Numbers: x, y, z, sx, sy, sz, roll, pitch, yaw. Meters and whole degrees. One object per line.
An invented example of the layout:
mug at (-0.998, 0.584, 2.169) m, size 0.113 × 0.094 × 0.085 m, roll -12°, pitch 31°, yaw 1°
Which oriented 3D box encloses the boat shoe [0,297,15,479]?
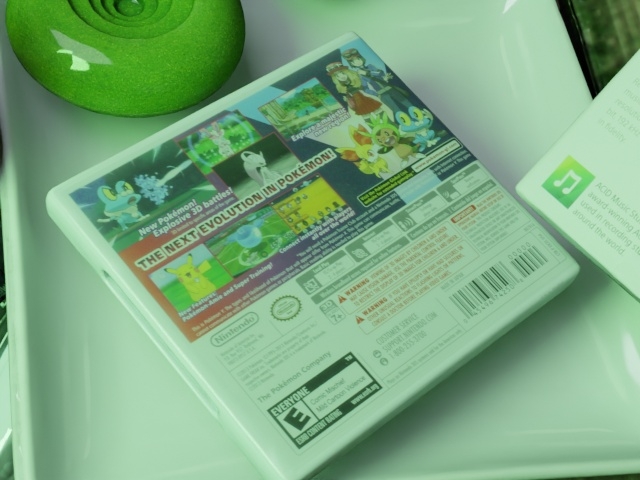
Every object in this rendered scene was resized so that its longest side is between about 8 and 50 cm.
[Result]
boat shoe at (-0.176, 0.090, 0.701) m, size 0.119 × 0.121 × 0.335 m, roll 19°, pitch 65°, yaw 35°

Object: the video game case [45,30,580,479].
video game case at (0.000, 0.000, 0.620) m, size 0.201 × 0.023 × 0.183 m, roll -32°, pitch 71°, yaw -29°

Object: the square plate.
square plate at (0.003, -0.017, 0.675) m, size 0.347 × 0.049 × 0.344 m, roll -3°, pitch 59°, yaw -17°

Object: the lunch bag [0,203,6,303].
lunch bag at (-0.263, -0.091, 0.750) m, size 0.115 × 0.243 × 0.303 m, roll -11°, pitch 61°, yaw 12°

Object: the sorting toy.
sorting toy at (-0.112, -0.136, 0.615) m, size 0.365 × 0.126 × 0.127 m, roll -31°, pitch 68°, yaw -28°

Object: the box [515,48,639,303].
box at (0.273, -0.070, 0.561) m, size 0.322 × 0.058 × 0.232 m, roll -49°, pitch 50°, yaw 9°
